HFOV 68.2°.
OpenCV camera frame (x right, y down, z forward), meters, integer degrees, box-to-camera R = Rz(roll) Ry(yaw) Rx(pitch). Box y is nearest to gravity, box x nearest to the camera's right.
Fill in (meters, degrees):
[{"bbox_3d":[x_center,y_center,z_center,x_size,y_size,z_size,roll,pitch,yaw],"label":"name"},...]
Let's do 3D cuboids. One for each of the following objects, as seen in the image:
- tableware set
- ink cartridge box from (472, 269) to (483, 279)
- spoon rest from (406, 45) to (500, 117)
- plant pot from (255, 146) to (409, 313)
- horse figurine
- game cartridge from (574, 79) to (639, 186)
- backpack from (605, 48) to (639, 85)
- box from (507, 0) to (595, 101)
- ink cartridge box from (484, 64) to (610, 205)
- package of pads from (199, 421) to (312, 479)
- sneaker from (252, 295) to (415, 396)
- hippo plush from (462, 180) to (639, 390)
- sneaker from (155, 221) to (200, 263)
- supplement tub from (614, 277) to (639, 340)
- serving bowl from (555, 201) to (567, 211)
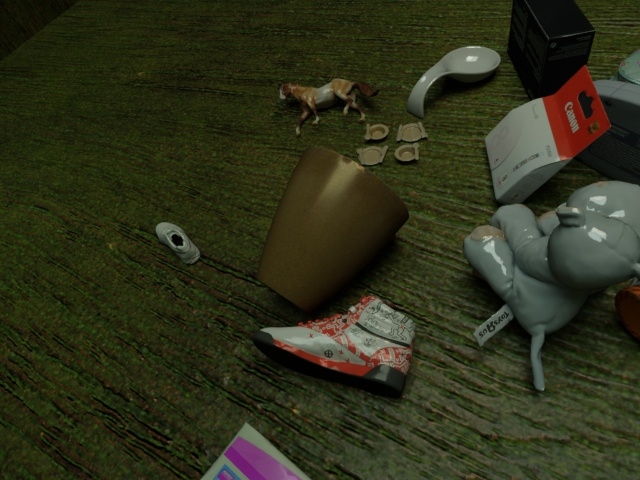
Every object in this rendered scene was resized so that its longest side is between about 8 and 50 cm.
[{"bbox_3d":[0.170,-0.234,1.129,0.169,0.020,0.141,0,53,15],"label":"tableware set"},{"bbox_3d":[0.388,0.038,0.861,0.179,0.045,0.145,28,62,11],"label":"ink cartridge box"},{"bbox_3d":[0.333,-0.417,1.188,0.276,0.084,0.137,-38,54,-14],"label":"spoon rest"},{"bbox_3d":[0.000,0.000,0.885,0.237,0.237,0.254,27,79,30],"label":"plant pot"},{"bbox_3d":[0.021,-0.368,1.245,0.263,0.066,0.174,-13,57,8],"label":"horse figurine"},{"bbox_3d":[0.598,-0.170,0.854,0.060,0.196,0.294,-39,54,-7],"label":"game cartridge"},{"bbox_3d":[0.654,-0.288,0.967,0.188,0.144,0.166,-40,59,-13],"label":"backpack"},{"bbox_3d":[0.528,-0.465,1.109,0.103,0.184,0.261,-7,52,7],"label":"box"},{"bbox_3d":[0.422,-0.206,0.917,0.066,0.232,0.189,15,53,-12],"label":"ink cartridge box"},{"bbox_3d":[-0.067,0.430,0.625,0.297,0.101,0.229,27,64,31],"label":"package of pads"},{"bbox_3d":[0.028,0.161,0.818,0.270,0.090,0.145,12,56,19],"label":"sneaker"},{"bbox_3d":[0.349,0.013,0.711,0.234,0.236,0.294,39,65,18],"label":"hippo plush"},{"bbox_3d":[-0.326,-0.008,1.060,0.054,0.061,0.152,-44,54,-17],"label":"sneaker"},{"bbox_3d":[0.565,0.081,0.720,0.191,0.117,0.117,-22,51,-3],"label":"supplement tub"},{"bbox_3d":[0.482,-0.035,0.887,0.083,0.027,0.083,-7,51,9],"label":"serving bowl"}]
